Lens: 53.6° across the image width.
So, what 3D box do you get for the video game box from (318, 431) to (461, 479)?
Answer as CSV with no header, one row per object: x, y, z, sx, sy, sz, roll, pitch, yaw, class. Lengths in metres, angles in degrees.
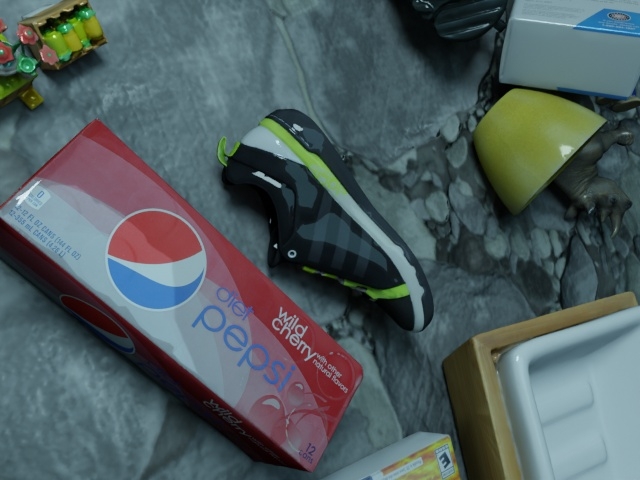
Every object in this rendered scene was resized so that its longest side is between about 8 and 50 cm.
0.045,0.279,0.507,0.205,0.048,0.187,-12,89,-36,video game box

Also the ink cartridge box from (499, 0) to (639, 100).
0.288,-0.249,0.712,0.082,0.139,0.191,88,20,-44,ink cartridge box

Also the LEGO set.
-0.249,-0.106,0.356,0.287,0.107,0.132,-7,83,-35,LEGO set

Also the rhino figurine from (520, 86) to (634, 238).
0.313,-0.118,0.766,0.106,0.073,0.243,-18,90,-17,rhino figurine

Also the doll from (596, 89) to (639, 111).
0.409,-0.282,0.890,0.129,0.046,0.189,10,74,-34,doll

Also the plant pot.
0.221,-0.106,0.681,0.095,0.134,0.134,44,54,13,plant pot

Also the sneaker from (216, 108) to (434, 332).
0.000,0.000,0.538,0.097,0.084,0.235,-40,102,-10,sneaker

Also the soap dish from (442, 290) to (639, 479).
0.245,0.211,0.605,0.229,0.118,0.291,-10,84,-30,soap dish

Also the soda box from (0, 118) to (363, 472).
-0.094,0.049,0.442,0.263,0.083,0.092,44,58,-18,soda box

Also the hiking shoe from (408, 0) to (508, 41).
0.084,-0.335,0.662,0.304,0.113,0.132,57,25,-3,hiking shoe
